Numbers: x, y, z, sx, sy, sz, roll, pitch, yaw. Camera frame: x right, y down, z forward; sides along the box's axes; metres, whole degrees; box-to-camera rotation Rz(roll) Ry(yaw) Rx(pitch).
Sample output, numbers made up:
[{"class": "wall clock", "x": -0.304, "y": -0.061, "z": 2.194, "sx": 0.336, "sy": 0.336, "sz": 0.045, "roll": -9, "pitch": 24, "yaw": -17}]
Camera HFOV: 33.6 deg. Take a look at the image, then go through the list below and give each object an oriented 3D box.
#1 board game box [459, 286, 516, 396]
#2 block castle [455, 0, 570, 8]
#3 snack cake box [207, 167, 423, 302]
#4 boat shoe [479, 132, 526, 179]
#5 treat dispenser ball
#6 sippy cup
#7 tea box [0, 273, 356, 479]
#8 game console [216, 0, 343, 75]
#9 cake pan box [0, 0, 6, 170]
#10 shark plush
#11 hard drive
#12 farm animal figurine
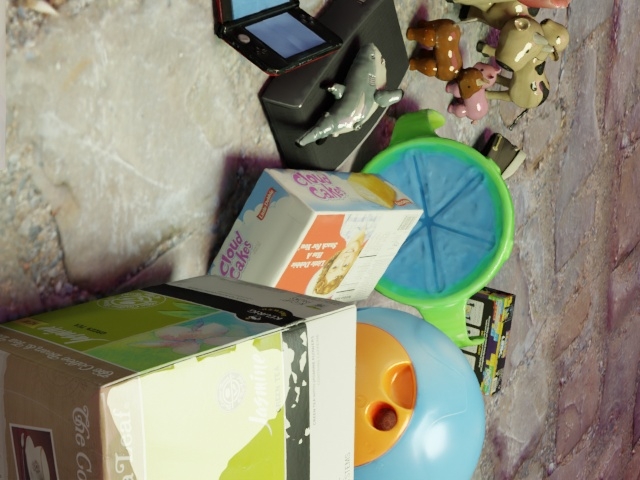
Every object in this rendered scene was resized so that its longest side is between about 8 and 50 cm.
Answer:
[{"class": "board game box", "x": 0.239, "y": 0.156, "z": 1.757, "sx": 0.048, "sy": 0.141, "sz": 0.170, "roll": -12, "pitch": 114, "yaw": -54}, {"class": "block castle", "x": 0.220, "y": -0.525, "z": 1.256, "sx": 0.303, "sy": 0.213, "sz": 0.453, "roll": -55, "pitch": 129, "yaw": -28}, {"class": "snack cake box", "x": 0.000, "y": 0.000, "z": 1.304, "sx": 0.264, "sy": 0.089, "sz": 0.152, "roll": -3, "pitch": 130, "yaw": -58}, {"class": "boat shoe", "x": 0.254, "y": -0.090, "z": 1.748, "sx": 0.228, "sy": 0.069, "sz": 0.081, "roll": -47, "pitch": 180, "yaw": -32}, {"class": "treat dispenser ball", "x": 0.066, "y": 0.229, "z": 1.363, "sx": 0.288, "sy": 0.288, "sz": 0.288, "roll": -31, "pitch": 129, "yaw": -49}, {"class": "sippy cup", "x": 0.174, "y": -0.015, "z": 1.516, "sx": 0.305, "sy": 0.240, "sz": 0.224, "roll": -66, "pitch": 160, "yaw": 2}, {"class": "tea box", "x": -0.146, "y": 0.230, "z": 1.026, "sx": 0.323, "sy": 0.220, "sz": 0.329, "roll": -13, "pitch": 107, "yaw": -49}, {"class": "game console", "x": -0.043, "y": -0.262, "z": 1.172, "sx": 0.144, "sy": 0.124, "sz": 0.085, "roll": -33, "pitch": 157, "yaw": -48}, {"class": "cake pan box", "x": -0.336, "y": -0.155, "z": 0.756, "sx": 0.267, "sy": 0.070, "sz": 0.246, "roll": -22, "pitch": 123, "yaw": -53}, {"class": "shark plush", "x": 0.022, "y": -0.166, "z": 1.271, "sx": 0.161, "sy": 0.073, "sz": 0.067, "roll": -39, "pitch": 118, "yaw": -13}, {"class": "hard drive", "x": 0.030, "y": -0.201, "z": 1.342, "sx": 0.254, "sy": 0.054, "sz": 0.172, "roll": -55, "pitch": 144, "yaw": -30}, {"class": "farm animal figurine", "x": 0.286, "y": -0.329, "z": 1.586, "sx": 0.330, "sy": 0.172, "sz": 0.327, "roll": -3, "pitch": 105, "yaw": -58}]
